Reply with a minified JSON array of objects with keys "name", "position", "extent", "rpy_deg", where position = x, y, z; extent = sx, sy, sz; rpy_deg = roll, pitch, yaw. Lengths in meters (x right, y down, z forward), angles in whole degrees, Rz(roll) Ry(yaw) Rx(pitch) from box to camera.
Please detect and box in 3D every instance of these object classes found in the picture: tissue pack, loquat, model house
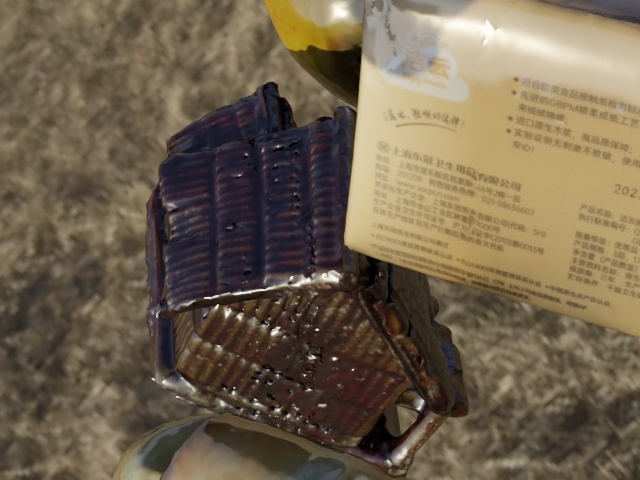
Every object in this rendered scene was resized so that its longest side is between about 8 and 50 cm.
[{"name":"tissue pack","position":[0.195,-0.084,0.931],"extent":[0.305,0.238,0.239],"rpy_deg":[17,65,15]},{"name":"loquat","position":[0.083,-0.250,1.504],"extent":[0.274,0.275,0.275],"rpy_deg":[-21,45,23]},{"name":"model house","position":[0.000,0.000,1.400],"extent":[0.282,0.297,0.317],"rpy_deg":[113,161,-47]}]

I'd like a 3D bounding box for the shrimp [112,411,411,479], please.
[{"name":"shrimp","position":[0.067,0.139,0.345],"extent":[0.289,0.178,0.075],"rpy_deg":[19,56,24]}]
